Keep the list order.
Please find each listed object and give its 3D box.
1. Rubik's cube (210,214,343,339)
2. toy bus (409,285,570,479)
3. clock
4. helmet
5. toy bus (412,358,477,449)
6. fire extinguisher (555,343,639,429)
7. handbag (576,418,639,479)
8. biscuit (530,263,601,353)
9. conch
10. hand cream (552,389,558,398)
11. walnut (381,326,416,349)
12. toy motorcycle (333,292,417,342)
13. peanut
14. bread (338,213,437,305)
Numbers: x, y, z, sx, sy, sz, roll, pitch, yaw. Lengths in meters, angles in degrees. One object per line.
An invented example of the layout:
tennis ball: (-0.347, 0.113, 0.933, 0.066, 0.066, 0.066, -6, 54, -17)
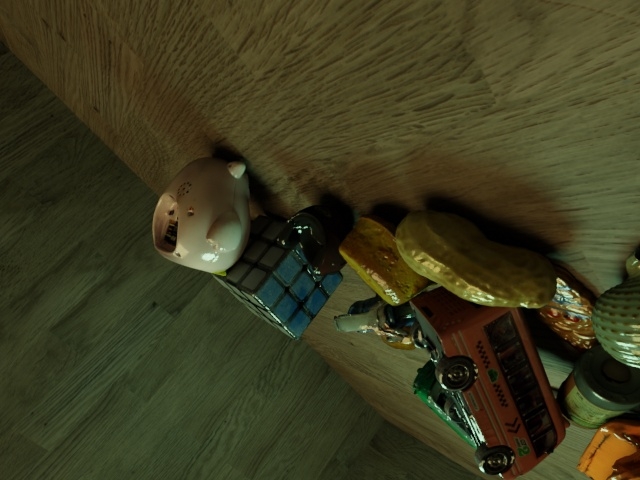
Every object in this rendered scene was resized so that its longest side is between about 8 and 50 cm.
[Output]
Rubik's cube: (-0.155, 0.125, 1.516, 0.303, 0.305, 0.301, 15, 149, 45)
toy bus: (0.374, 0.299, 0.924, 0.427, 0.232, 0.203, 62, -179, -16)
clock: (-0.395, -0.097, 1.377, 0.250, 0.377, 0.368, 17, 180, -43)
helmet: (0.000, 0.000, 1.145, 0.189, 0.193, 0.216, 36, 152, 32)
toy bus: (0.492, 0.568, 1.461, 0.343, 0.183, 0.199, 44, 165, -6)
fire extinguisher: (0.608, 0.345, 0.870, 0.200, 0.113, 0.376, 27, 161, 31)
handbag: (0.729, 0.496, 0.854, 0.303, 0.116, 0.410, -4, 140, 20)
biscuit: (0.491, 0.148, 0.817, 0.280, 0.043, 0.183, 54, 159, -24)
conch: (0.495, 0.121, 0.610, 0.200, 0.131, 0.172, 51, 158, -27)
hand cream: (0.643, 0.433, 1.120, 0.076, 0.047, 0.174, 45, 168, -13)
walnut: (0.290, 0.327, 1.439, 0.116, 0.116, 0.207, 47, 152, -16)
toy motorcycle: (0.175, 0.215, 1.285, 0.240, 0.182, 0.319, 16, 163, -13)
peanut: (0.283, 0.036, 0.783, 0.305, 0.147, 0.147, 34, 159, 34)
bread: (0.159, 0.049, 1.012, 0.268, 0.145, 0.268, 45, 175, 5)
